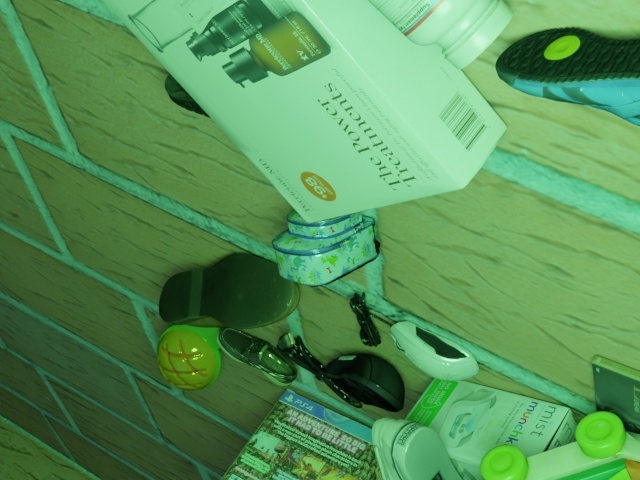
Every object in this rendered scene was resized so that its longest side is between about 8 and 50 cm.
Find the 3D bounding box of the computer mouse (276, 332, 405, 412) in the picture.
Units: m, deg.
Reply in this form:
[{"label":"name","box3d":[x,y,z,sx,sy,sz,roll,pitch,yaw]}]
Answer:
[{"label":"computer mouse","box3d":[0.033,0.183,1.639,0.184,0.060,0.262,37,165,-8]}]

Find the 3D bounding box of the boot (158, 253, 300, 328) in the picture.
[{"label":"boot","box3d":[-0.116,0.089,1.662,0.115,0.112,0.305,19,163,-38]}]

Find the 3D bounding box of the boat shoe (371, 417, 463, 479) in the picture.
[{"label":"boat shoe","box3d":[0.138,0.331,1.448,0.084,0.095,0.258,16,134,47]}]

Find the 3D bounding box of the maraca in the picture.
[{"label":"maraca","box3d":[-0.229,0.195,1.941,0.127,0.099,0.186,30,127,3]}]

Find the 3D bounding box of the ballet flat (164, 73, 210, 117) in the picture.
[{"label":"ballet flat","box3d":[-0.108,-0.163,1.289,0.173,0.057,0.049,27,-168,23]}]

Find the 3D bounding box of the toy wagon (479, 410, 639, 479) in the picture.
[{"label":"toy wagon","box3d":[0.284,0.350,1.330,0.344,0.068,0.267,-22,124,13]}]

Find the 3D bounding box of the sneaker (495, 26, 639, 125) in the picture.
[{"label":"sneaker","box3d":[0.238,-0.123,0.885,0.209,0.069,0.082,11,147,42]}]

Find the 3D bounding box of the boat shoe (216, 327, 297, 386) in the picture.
[{"label":"boat shoe","box3d":[-0.102,0.187,1.820,0.152,0.056,0.049,31,149,-7]}]

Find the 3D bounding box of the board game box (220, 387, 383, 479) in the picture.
[{"label":"board game box","box3d":[-0.030,0.440,1.856,0.232,0.291,0.141,21,150,32]}]

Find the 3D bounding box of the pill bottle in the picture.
[{"label":"pill bottle","box3d":[0.081,-0.220,0.903,0.160,0.087,0.087,42,153,-8]}]

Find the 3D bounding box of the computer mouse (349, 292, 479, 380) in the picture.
[{"label":"computer mouse","box3d":[0.123,0.143,1.476,0.193,0.042,0.106,25,150,25]}]

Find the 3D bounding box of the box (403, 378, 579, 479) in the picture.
[{"label":"box","box3d":[0.269,0.329,1.504,0.231,0.127,0.262,10,141,46]}]

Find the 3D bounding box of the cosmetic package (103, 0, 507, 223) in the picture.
[{"label":"cosmetic package","box3d":[-0.036,-0.192,1.087,0.377,0.097,0.284,47,155,-18]}]

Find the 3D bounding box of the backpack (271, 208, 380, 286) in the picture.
[{"label":"backpack","box3d":[0.000,0.000,1.321,0.105,0.114,0.084,11,123,44]}]

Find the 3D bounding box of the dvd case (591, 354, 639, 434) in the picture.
[{"label":"dvd case","box3d":[0.422,0.222,1.260,0.221,0.018,0.164,20,148,31]}]
